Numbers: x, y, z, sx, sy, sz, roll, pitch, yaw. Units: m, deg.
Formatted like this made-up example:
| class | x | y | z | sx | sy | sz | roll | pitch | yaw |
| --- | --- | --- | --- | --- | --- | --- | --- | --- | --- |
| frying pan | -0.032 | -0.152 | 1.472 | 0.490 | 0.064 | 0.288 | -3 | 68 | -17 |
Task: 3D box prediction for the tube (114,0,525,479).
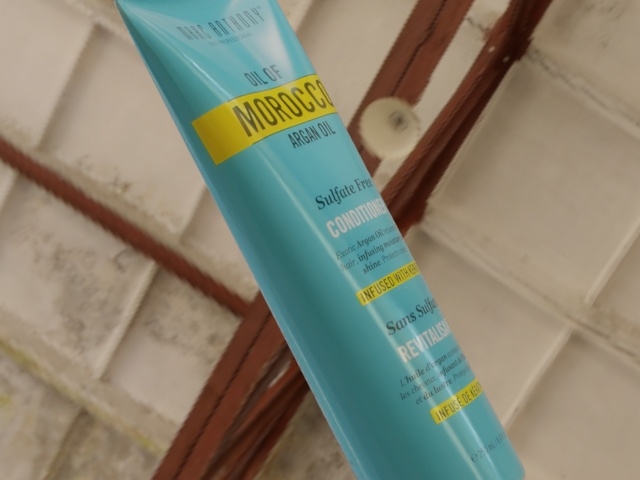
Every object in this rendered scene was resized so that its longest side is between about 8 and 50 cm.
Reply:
| class | x | y | z | sx | sy | sz | roll | pitch | yaw |
| --- | --- | --- | --- | --- | --- | --- | --- | --- | --- |
| tube | 0.000 | 0.000 | 0.507 | 0.052 | 0.080 | 0.207 | -28 | -91 | 31 |
